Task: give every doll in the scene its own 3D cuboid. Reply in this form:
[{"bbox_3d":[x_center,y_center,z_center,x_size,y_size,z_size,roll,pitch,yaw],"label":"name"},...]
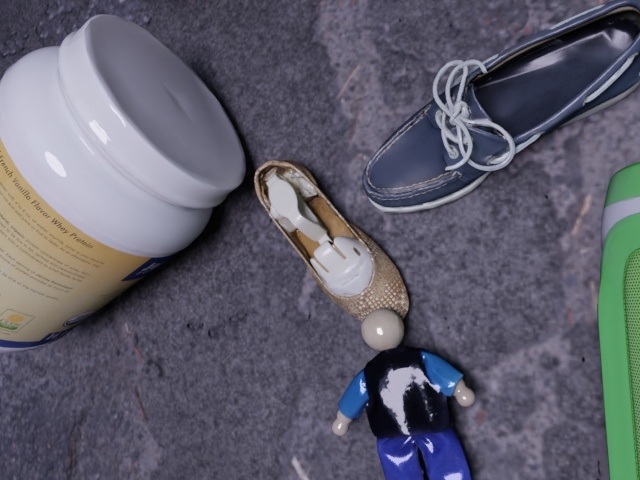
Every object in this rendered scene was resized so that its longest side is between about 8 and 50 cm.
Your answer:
[{"bbox_3d":[0.070,0.150,0.437,0.129,0.046,0.189,-17,84,23],"label":"doll"}]

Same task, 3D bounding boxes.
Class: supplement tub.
[{"bbox_3d":[-0.256,-0.048,0.536,0.316,0.228,0.228,-33,71,20],"label":"supplement tub"}]

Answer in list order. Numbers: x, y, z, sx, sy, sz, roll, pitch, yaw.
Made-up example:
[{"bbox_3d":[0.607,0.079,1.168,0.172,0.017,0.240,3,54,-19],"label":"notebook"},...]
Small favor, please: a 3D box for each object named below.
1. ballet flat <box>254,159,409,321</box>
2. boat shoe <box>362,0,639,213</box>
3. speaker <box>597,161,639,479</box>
[{"bbox_3d":[0.000,0.000,0.490,0.073,0.067,0.206,-47,67,12],"label":"ballet flat"},{"bbox_3d":[0.138,-0.101,0.425,0.254,0.079,0.095,-24,74,23],"label":"boat shoe"},{"bbox_3d":[0.250,0.098,0.320,0.131,0.131,0.297,-4,82,27],"label":"speaker"}]
